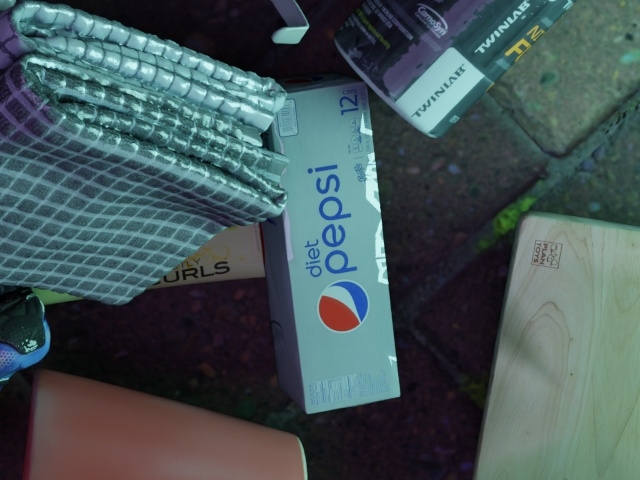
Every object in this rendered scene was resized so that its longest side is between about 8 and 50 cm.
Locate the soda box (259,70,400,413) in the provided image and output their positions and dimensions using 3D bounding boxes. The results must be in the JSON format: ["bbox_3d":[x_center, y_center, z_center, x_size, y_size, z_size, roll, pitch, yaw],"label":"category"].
[{"bbox_3d":[0.000,0.000,1.457,0.091,0.098,0.286,-10,104,-15],"label":"soda box"}]

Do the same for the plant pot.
[{"bbox_3d":[-0.147,0.258,1.463,0.243,0.275,0.275,7,104,-10],"label":"plant pot"}]

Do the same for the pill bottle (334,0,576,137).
[{"bbox_3d":[0.137,-0.214,1.393,0.130,0.130,0.246,43,102,-7],"label":"pill bottle"}]

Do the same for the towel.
[{"bbox_3d":[-0.188,-0.051,1.308,0.283,0.121,0.235,17,138,-40],"label":"towel"}]

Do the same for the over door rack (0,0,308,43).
[{"bbox_3d":[-0.212,-0.157,1.348,0.324,0.108,0.239,6,144,-29],"label":"over door rack"}]

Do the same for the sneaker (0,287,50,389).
[{"bbox_3d":[-0.317,0.150,1.438,0.330,0.130,0.147,-35,82,46],"label":"sneaker"}]

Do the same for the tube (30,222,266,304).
[{"bbox_3d":[-0.144,0.007,1.497,0.240,0.062,0.070,-10,146,-3],"label":"tube"}]

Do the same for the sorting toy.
[{"bbox_3d":[0.281,0.110,1.485,0.255,0.089,0.257,9,103,0],"label":"sorting toy"}]

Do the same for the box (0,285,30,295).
[{"bbox_3d":[-0.386,-0.004,1.471,0.232,0.059,0.183,-2,128,2],"label":"box"}]
